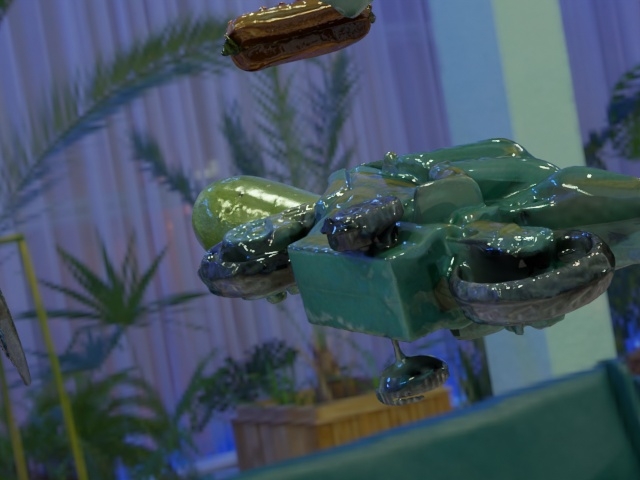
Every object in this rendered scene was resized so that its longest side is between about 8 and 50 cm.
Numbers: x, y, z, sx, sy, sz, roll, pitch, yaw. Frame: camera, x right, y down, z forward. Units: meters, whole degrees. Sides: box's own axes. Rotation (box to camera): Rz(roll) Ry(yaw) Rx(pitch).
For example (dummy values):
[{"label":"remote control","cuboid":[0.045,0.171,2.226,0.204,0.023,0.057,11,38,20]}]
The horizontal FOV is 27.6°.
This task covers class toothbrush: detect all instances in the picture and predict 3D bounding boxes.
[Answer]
[{"label":"toothbrush","cuboid":[-0.356,-0.010,1.309,0.042,0.413,0.035,-29,38,-25]}]

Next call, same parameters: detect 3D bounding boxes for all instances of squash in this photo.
[{"label":"squash","cuboid":[-0.005,0.005,1.520,0.371,0.118,0.118,17,17,35]}]

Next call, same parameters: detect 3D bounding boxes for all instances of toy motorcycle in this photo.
[{"label":"toy motorcycle","cuboid":[0.072,0.002,0.759,0.198,0.109,0.296,-26,19,-31]}]

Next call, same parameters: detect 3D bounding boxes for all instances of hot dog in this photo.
[{"label":"hot dog","cuboid":[-0.028,-0.242,1.486,0.188,0.072,0.055,-15,43,-12]}]

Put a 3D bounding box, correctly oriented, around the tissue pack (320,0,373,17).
[{"label":"tissue pack","cuboid":[0.060,-0.309,0.719,0.128,0.228,0.311,20,-44,-34]}]
